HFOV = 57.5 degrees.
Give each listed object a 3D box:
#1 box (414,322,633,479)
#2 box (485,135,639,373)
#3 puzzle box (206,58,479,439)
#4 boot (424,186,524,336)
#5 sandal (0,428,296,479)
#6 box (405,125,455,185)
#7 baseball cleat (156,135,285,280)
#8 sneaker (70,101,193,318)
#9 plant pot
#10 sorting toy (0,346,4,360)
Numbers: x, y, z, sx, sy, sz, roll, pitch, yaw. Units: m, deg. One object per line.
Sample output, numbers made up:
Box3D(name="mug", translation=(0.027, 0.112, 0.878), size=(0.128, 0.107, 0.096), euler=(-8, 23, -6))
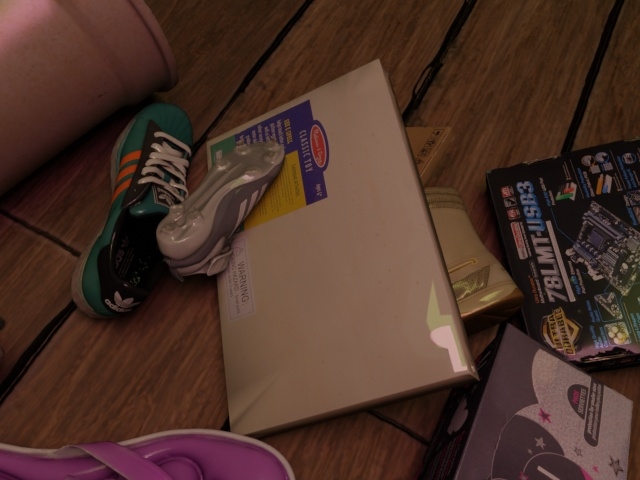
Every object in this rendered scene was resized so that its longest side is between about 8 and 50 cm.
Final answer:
Box3D(name="box", translation=(0.201, 0.238, 0.591), size=(0.163, 0.142, 0.247), euler=(32, 43, 9))
Box3D(name="box", translation=(0.393, 0.011, 0.759), size=(0.293, 0.073, 0.296), euler=(-14, 61, 14))
Box3D(name="puzzle box", translation=(0.000, 0.000, 0.695), size=(0.272, 0.052, 0.409), euler=(-21, 61, 20))
Box3D(name="boot", translation=(0.096, 0.042, 0.749), size=(0.261, 0.095, 0.204), euler=(-20, 57, -1))
Box3D(name="sandal", translation=(-0.231, 0.261, 0.548), size=(0.416, 0.102, 0.169), euler=(-3, 60, 3))
Box3D(name="box", translation=(0.068, -0.082, 0.793), size=(0.164, 0.021, 0.201), euler=(9, 55, 43))
Box3D(name="baseball cleat", translation=(-0.114, -0.036, 0.699), size=(0.072, 0.109, 0.206), euler=(27, 53, 27))
Box3D(name="sneaker", translation=(-0.204, -0.049, 0.720), size=(0.108, 0.121, 0.302), euler=(29, 61, -38))
Box3D(name="plant pot", translation=(-0.402, -0.213, 0.707), size=(0.333, 0.334, 0.305), euler=(36, 74, 11))
Box3D(name="sorting toy", translation=(-0.513, 0.148, 0.610), size=(0.257, 0.089, 0.255), euler=(35, 64, 10))
